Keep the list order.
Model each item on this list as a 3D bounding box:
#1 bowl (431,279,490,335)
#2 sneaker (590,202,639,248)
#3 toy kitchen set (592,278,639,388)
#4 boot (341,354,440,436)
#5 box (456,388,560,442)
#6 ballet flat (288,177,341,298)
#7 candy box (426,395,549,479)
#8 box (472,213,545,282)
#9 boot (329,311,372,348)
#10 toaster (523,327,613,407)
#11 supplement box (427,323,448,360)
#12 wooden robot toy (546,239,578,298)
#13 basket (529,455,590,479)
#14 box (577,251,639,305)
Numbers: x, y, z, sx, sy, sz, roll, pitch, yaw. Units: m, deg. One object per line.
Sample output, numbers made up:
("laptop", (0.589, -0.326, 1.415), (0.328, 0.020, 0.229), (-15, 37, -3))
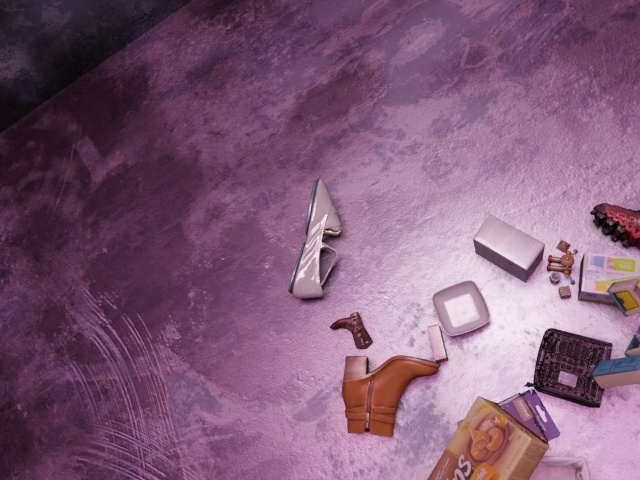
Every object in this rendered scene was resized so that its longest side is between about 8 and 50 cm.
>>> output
("bowl", (0.406, 0.199, 1.531), (0.142, 0.053, 0.142), (-23, 63, 11))
("sneaker", (0.875, -0.037, 1.424), (0.276, 0.097, 0.135), (35, 85, 25))
("toy kitchen set", (0.713, 0.218, 1.270), (0.207, 0.122, 0.166), (-34, 88, -36))
("boot", (0.196, 0.435, 1.490), (0.284, 0.109, 0.220), (-3, 73, 13))
("box", (0.492, 0.495, 1.398), (0.225, 0.036, 0.136), (-29, 63, 7))
("ballet flat", (0.000, 0.000, 1.727), (0.139, 0.139, 0.400), (8, 78, 23))
("candy box", (0.390, 0.570, 1.304), (0.316, 0.088, 0.183), (-61, 30, 4))
("box", (0.532, 0.023, 1.508), (0.170, 0.130, 0.091), (35, 84, 27))
("boot", (0.094, 0.288, 1.624), (0.106, 0.037, 0.114), (-28, 68, 10))
("toaster", (0.635, 0.327, 1.367), (0.186, 0.110, 0.168), (13, 74, 23))
("supplement box", (0.334, 0.294, 1.516), (0.036, 0.062, 0.098), (-15, 65, 13))
("wooden robot toy", (0.668, 0.068, 1.470), (0.076, 0.079, 0.173), (6, 72, 22))
("basket", (0.563, 0.587, 1.299), (0.167, 0.103, 0.113), (-6, 68, 17))
("box", (0.794, 0.108, 1.395), (0.203, 0.103, 0.114), (6, 73, 22))
